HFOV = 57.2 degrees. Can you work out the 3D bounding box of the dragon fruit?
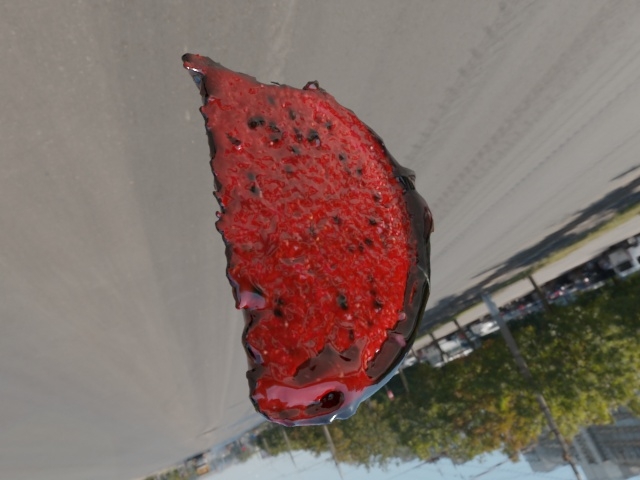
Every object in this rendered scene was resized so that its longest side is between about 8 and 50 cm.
[{"bbox_3d":[0.000,0.000,0.581,0.282,0.344,0.100,1,158,-35],"label":"dragon fruit"}]
